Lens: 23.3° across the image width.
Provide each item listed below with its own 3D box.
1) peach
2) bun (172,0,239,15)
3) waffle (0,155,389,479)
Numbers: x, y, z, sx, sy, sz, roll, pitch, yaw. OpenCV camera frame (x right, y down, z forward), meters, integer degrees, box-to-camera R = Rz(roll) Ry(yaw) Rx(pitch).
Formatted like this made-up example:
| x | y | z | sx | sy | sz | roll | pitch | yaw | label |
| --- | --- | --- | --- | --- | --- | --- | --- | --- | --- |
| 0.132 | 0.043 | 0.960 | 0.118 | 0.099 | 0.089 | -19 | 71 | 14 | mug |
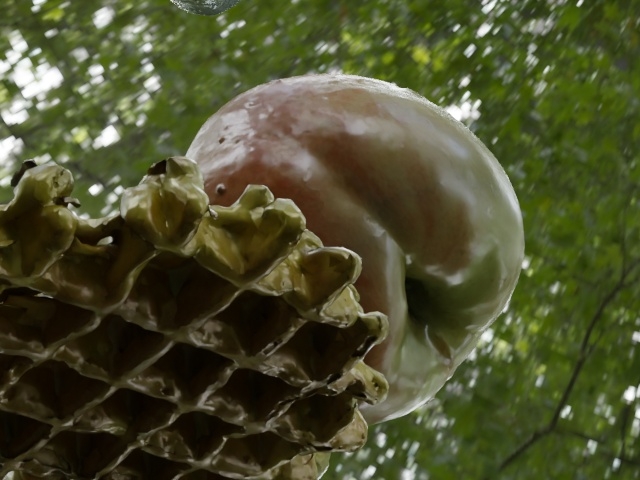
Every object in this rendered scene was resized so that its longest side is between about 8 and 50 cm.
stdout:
| x | y | z | sx | sy | sz | roll | pitch | yaw | label |
| --- | --- | --- | --- | --- | --- | --- | --- | --- | --- |
| 0.000 | 0.000 | 0.941 | 0.232 | 0.232 | 0.232 | 7 | -67 | 17 | peach |
| -0.064 | -0.149 | 0.751 | 0.045 | 0.083 | 0.083 | -15 | -74 | 34 | bun |
| -0.087 | 0.052 | 0.579 | 0.229 | 0.051 | 0.231 | -6 | -37 | -7 | waffle |
